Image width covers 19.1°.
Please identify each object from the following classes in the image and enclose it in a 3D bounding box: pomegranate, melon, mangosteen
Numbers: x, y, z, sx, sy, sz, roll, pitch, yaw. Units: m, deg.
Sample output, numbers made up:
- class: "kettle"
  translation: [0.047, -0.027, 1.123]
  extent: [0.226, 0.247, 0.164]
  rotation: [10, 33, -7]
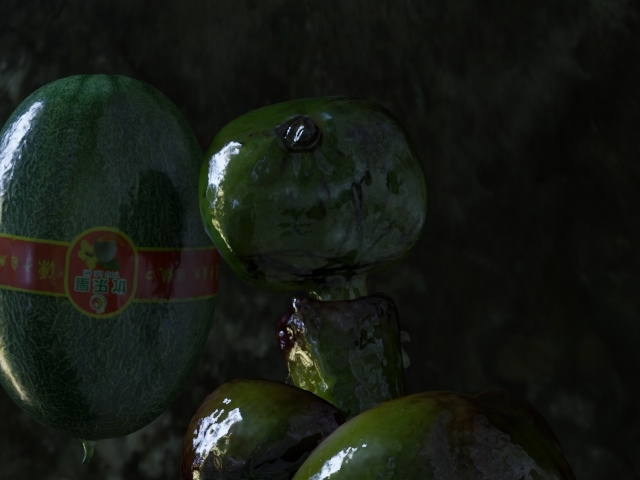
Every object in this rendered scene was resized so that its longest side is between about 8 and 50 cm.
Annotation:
- class: "pomegranate"
  translation: [0.000, 0.000, 1.270]
  extent: [0.152, 0.131, 0.191]
  rotation: [-7, -87, 8]
- class: "melon"
  translation: [-0.163, 0.023, 1.388]
  extent: [0.182, 0.182, 0.287]
  rotation: [0, -83, 0]
- class: "mangosteen"
  translation: [0.011, 0.170, 0.723]
  extent: [0.233, 0.287, 0.287]
  rotation: [-26, -68, -4]
